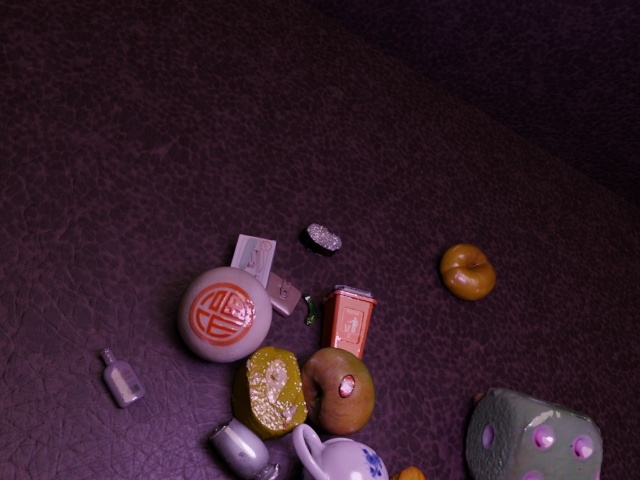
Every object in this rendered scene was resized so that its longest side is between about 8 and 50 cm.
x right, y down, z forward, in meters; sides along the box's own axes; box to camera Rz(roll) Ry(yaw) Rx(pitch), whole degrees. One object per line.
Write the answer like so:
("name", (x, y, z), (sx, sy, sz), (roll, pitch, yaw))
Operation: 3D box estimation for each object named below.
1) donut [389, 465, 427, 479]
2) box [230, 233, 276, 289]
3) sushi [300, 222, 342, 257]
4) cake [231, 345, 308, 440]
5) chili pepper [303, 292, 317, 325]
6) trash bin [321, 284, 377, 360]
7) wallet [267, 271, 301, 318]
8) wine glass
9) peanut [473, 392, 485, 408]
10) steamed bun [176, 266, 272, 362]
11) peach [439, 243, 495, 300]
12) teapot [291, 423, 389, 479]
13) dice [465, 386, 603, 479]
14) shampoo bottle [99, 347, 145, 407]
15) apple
("donut", (0.268, 0.794, 1.707), (0.174, 0.074, 0.190), (-12, 75, -53))
("box", (-0.230, 0.115, 1.830), (0.134, 0.079, 0.270), (11, 54, -1))
("sushi", (0.000, 0.000, 2.066), (0.150, 0.078, 0.091), (28, 57, -14))
("cake", (-0.154, 0.445, 1.646), (0.179, 0.156, 0.261), (6, 57, -36))
("chili pepper", (-0.029, 0.237, 1.926), (0.055, 0.035, 0.118), (20, 55, -40))
("trash bin", (0.079, 0.288, 1.882), (0.161, 0.184, 0.239), (16, 68, -13))
("wallet", (-0.144, 0.178, 1.893), (0.152, 0.039, 0.118), (34, 51, -6))
("wine glass", (-0.207, 0.587, 1.542), (0.204, 0.111, 0.111), (48, 49, 1))
("peanut", (0.655, 0.630, 2.045), (0.225, 0.108, 0.095), (29, 88, -4))
("steamed bun", (-0.280, 0.214, 1.631), (0.282, 0.177, 0.283), (1, 81, -4))
("peach", (0.598, 0.127, 2.302), (0.251, 0.153, 0.251), (21, 46, -23))
("teapot", (0.060, 0.668, 1.585), (0.424, 0.252, 0.280), (48, 9, -22))
("dice", (0.688, 0.677, 1.826), (0.330, 0.318, 0.323), (16, 84, -10))
("shampoo bottle", (-0.548, 0.369, 1.525), (0.080, 0.040, 0.165), (-27, 77, -39))
("apple", (0.047, 0.454, 1.697), (0.193, 0.261, 0.261), (2, 60, -42))
